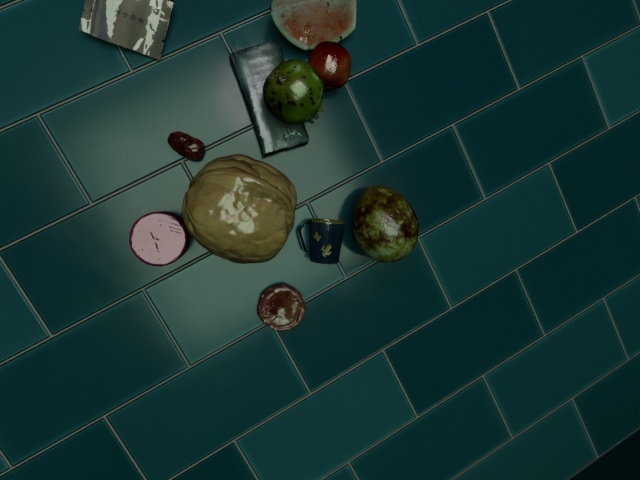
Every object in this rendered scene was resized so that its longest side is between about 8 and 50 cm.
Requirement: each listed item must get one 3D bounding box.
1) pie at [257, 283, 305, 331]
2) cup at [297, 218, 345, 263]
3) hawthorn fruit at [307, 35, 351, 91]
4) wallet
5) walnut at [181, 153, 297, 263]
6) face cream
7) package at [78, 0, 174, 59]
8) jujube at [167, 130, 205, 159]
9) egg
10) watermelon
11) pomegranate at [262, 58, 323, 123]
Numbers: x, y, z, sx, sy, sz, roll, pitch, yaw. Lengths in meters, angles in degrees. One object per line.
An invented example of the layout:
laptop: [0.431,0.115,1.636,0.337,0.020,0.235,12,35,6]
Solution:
pie: [-0.145,0.250,1.583,0.182,0.049,0.183,-1,98,-8]
cup: [0.000,0.000,1.568,0.176,0.131,0.155,6,97,17]
hawthorn fruit: [0.037,-0.632,1.503,0.156,0.157,0.194,21,95,-12]
wallet: [-0.179,-0.507,1.522,0.190,0.046,0.379,-20,97,-13]
walnut: [-0.259,-0.105,1.396,0.381,0.381,0.382,-1,94,-12]
face cream: [-0.524,-0.010,1.411,0.175,0.195,0.175,-1,93,-13]
package: [-0.628,-0.735,1.384,0.250,0.062,0.204,15,107,-22]
jujube: [-0.463,-0.327,1.464,0.129,0.077,0.077,24,89,-8]
egg: [0.234,-0.063,1.547,0.238,0.238,0.290,-9,82,-11]
watermelon: [-0.035,-0.788,1.464,0.305,0.180,0.224,-19,95,-12]
pomegranate: [-0.079,-0.490,1.445,0.211,0.263,0.211,-5,79,25]
